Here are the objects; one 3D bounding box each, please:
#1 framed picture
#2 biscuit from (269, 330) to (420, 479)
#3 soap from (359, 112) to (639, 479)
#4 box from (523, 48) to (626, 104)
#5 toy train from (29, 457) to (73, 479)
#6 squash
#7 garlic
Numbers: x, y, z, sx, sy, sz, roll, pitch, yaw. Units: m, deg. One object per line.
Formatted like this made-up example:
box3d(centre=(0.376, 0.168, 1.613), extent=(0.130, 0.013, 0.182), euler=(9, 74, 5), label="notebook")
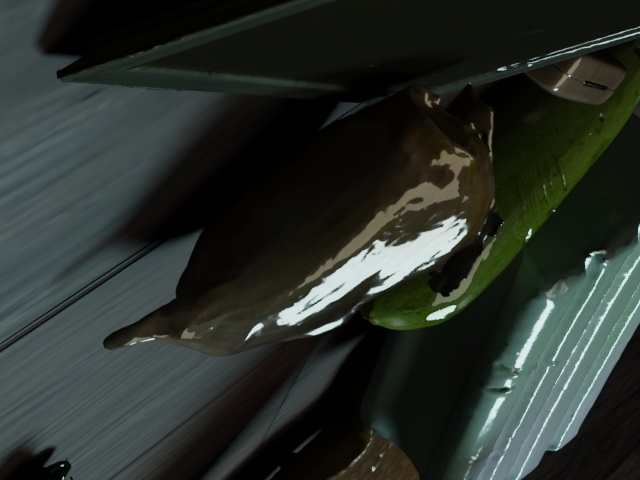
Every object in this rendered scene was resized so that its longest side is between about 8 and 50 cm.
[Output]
box3d(centre=(0.070, -0.073, 0.397), extent=(0.197, 0.014, 0.252), euler=(-15, 178, 22), label="framed picture")
box3d(centre=(0.070, 0.121, 1.068), extent=(0.432, 0.064, 0.283), euler=(-39, 155, -17), label="biscuit")
box3d(centre=(0.124, 0.052, 0.850), extent=(0.173, 0.095, 0.289), euler=(-29, 152, -32), label="soap")
box3d(centre=(0.101, -0.081, 0.586), extent=(0.025, 0.048, 0.115), euler=(-53, 166, 16), label="box")
box3d(centre=(-0.124, 0.134, 0.588), extent=(0.064, 0.044, 0.103), euler=(-36, 162, -20), label="toy train")
box3d(centre=(0.092, -0.032, 0.669), extent=(0.201, 0.066, 0.066), euler=(-42, 166, -10), label="squash")
box3d(centre=(-0.003, -0.005, 0.489), extent=(0.152, 0.066, 0.084), euler=(-33, 145, 5), label="garlic")
